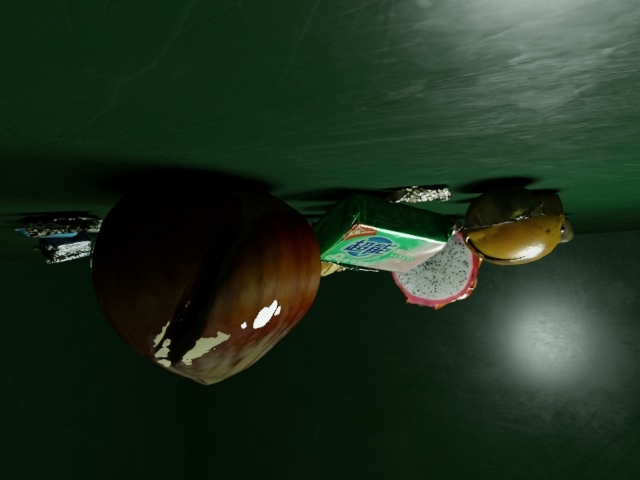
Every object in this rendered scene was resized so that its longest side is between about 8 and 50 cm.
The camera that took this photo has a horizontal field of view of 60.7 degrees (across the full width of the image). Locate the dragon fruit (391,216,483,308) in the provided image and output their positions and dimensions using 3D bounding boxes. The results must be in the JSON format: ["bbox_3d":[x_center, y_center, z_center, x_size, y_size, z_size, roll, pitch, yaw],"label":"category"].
[{"bbox_3d":[0.377,0.063,1.773,0.305,0.306,0.225,-5,-177,25],"label":"dragon fruit"}]

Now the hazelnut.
[{"bbox_3d":[-0.184,0.059,0.961,0.358,0.360,0.409,-5,-176,30],"label":"hazelnut"}]

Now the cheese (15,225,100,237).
[{"bbox_3d":[-0.623,-0.027,1.364,0.106,0.037,0.256,-4,178,44],"label":"cheese"}]

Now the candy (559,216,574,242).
[{"bbox_3d":[0.731,-0.036,1.812,0.233,0.103,0.104,-3,177,-33],"label":"candy"}]

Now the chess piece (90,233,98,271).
[{"bbox_3d":[-0.541,0.053,1.686,0.298,0.195,0.194,7,174,-13],"label":"chess piece"}]

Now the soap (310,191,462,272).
[{"bbox_3d":[0.131,-0.015,1.181,0.273,0.098,0.218,11,141,-33],"label":"soap"}]

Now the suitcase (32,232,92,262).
[{"bbox_3d":[-0.658,0.010,1.406,0.086,0.059,0.126,36,-150,27],"label":"suitcase"}]

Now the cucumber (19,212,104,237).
[{"bbox_3d":[-0.560,-0.037,1.186,0.181,0.053,0.053,-5,176,-6],"label":"cucumber"}]

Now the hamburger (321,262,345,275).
[{"bbox_3d":[-0.010,0.035,1.861,0.282,0.245,0.155,-49,157,12],"label":"hamburger"}]

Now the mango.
[{"bbox_3d":[0.455,-0.026,1.303,0.235,0.167,0.136,-7,170,38],"label":"mango"}]

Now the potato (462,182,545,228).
[{"bbox_3d":[0.369,-0.075,1.134,0.163,0.081,0.200,-11,179,1],"label":"potato"}]

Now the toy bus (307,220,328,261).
[{"bbox_3d":[0.000,0.000,1.498,0.342,0.138,0.097,-4,179,-12],"label":"toy bus"}]

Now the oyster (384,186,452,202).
[{"bbox_3d":[0.199,-0.090,1.110,0.132,0.029,0.086,-4,176,16],"label":"oyster"}]
